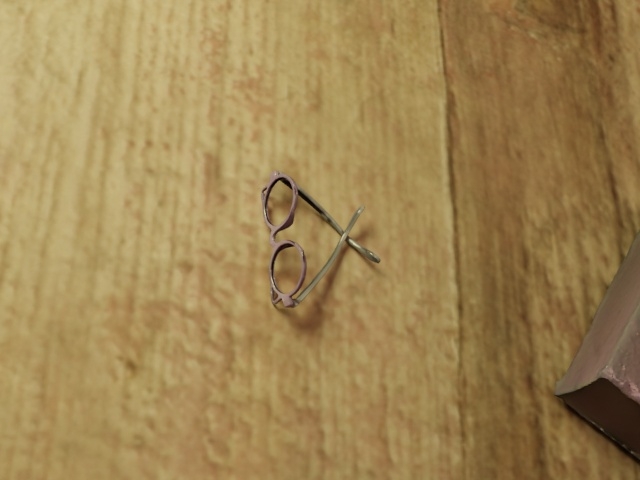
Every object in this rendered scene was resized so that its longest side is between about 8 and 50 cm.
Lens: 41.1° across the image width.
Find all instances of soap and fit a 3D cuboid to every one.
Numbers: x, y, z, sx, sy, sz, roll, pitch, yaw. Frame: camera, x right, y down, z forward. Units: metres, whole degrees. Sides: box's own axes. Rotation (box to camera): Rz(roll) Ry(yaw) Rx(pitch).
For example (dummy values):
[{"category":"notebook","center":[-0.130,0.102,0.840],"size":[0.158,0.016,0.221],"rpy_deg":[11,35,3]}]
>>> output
[{"category":"soap","center":[0.430,0.128,0.883],"size":[0.296,0.107,0.285],"rpy_deg":[36,61,-1]}]

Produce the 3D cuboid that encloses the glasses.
[{"category":"glasses","center":[0.000,0.000,0.846],"size":[0.103,0.062,0.140],"rpy_deg":[7,65,-38]}]
